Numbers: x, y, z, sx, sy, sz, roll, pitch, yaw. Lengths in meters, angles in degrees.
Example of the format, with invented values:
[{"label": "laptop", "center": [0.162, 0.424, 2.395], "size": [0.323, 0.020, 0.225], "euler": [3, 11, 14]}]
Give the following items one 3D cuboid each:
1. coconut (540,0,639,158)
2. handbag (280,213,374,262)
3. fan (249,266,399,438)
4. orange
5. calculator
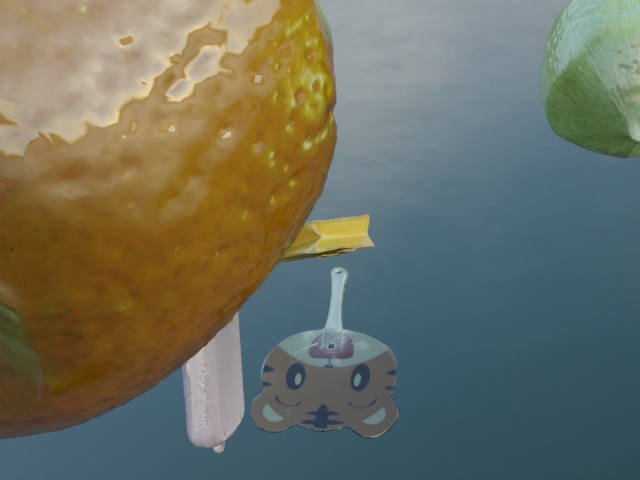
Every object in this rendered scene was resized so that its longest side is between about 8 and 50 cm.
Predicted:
[{"label": "coconut", "center": [0.149, -0.081, 0.698], "size": [0.088, 0.088, 0.096], "euler": [-7, 50, 12]}, {"label": "handbag", "center": [0.000, 0.000, 1.190], "size": [0.061, 0.027, 0.083], "euler": [-6, -5, -27]}, {"label": "fan", "center": [0.013, 0.112, 1.505], "size": [0.152, 0.008, 0.226], "euler": [0, 47, 9]}, {"label": "orange", "center": [-0.153, -0.033, 0.637], "size": [0.334, 0.262, 0.196], "euler": [-31, 19, 47]}, {"label": "calculator", "center": [-0.092, 0.095, 1.220], "size": [0.032, 0.175, 0.100], "euler": [-2, 8, 12]}]
